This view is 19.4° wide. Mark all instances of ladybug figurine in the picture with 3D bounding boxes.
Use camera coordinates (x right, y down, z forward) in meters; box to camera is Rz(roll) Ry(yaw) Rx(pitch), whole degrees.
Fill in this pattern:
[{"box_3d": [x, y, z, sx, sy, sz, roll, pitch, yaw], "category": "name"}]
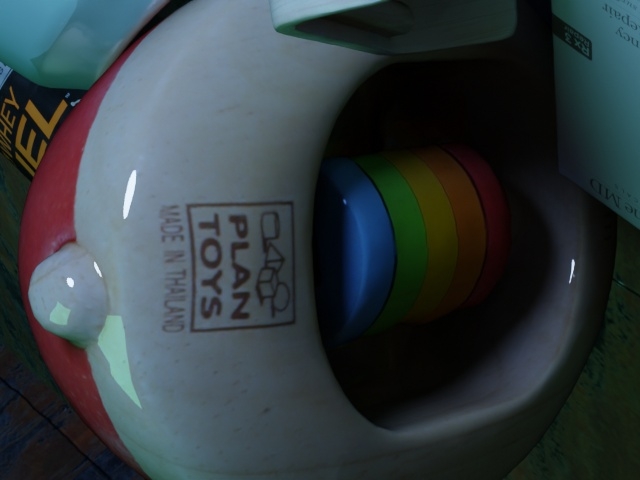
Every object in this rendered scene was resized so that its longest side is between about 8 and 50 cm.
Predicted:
[{"box_3d": [0.000, 0.000, 0.976, 0.162, 0.449, 0.305, 1, 93, 36], "category": "ladybug figurine"}]

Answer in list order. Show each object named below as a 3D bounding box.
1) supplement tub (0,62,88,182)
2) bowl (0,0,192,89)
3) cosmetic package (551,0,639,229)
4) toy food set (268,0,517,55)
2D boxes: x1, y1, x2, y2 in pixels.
[{"box_3d": [-0.156, -0.112, 1.450, 0.316, 0.193, 0.193, 43, 160, 21], "category": "supplement tub"}, {"box_3d": [-0.094, -0.192, 0.965, 0.163, 0.311, 0.311, 52, 161, 3], "category": "bowl"}, {"box_3d": [0.179, -0.094, 0.908, 0.117, 0.085, 0.231, 39, 157, 31], "category": "cosmetic package"}, {"box_3d": [0.032, -0.194, 0.755, 0.306, 0.092, 0.220, -14, -85, -78], "category": "toy food set"}]
